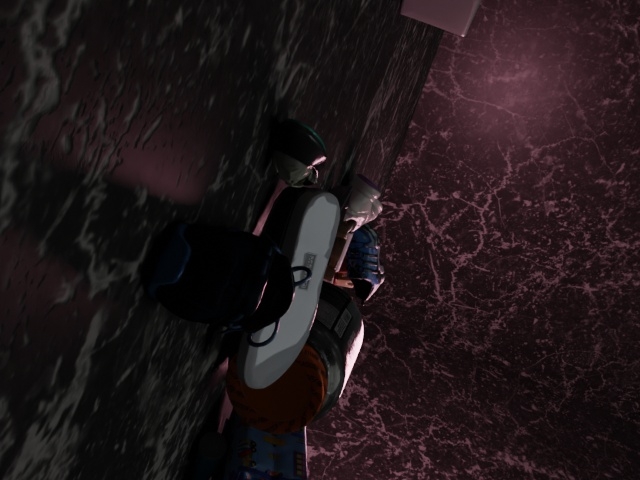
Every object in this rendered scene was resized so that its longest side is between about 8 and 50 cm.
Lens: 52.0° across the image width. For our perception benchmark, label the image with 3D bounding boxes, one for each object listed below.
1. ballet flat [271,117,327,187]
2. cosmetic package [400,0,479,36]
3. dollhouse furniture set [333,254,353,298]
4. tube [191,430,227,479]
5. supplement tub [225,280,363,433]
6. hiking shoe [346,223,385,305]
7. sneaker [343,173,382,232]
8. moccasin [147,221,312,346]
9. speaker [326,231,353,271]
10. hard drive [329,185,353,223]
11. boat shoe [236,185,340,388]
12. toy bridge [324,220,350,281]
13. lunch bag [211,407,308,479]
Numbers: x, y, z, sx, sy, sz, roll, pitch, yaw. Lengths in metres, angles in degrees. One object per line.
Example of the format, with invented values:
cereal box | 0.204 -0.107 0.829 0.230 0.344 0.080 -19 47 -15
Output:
ballet flat | -0.028 -0.106 0.877 0.203 0.074 0.074 30 82 -86
cosmetic package | 0.290 -0.633 1.243 0.453 0.161 0.230 95 19 -71
dollhouse furniture set | 0.037 0.201 2.251 0.201 0.152 0.374 97 0 -65
tube | -0.220 0.430 1.251 0.080 0.052 0.207 -53 171 -41
supplement tub | -0.041 0.203 1.196 0.338 0.207 0.207 -40 152 -75
hiking shoe | 0.133 0.061 2.110 0.132 0.113 0.304 -60 138 -41
sneaker | 0.089 -0.089 1.802 0.152 0.114 0.305 -53 168 -2
moccasin | -0.088 0.062 0.738 0.342 0.116 0.138 -2 115 -83
speaker | 0.055 0.025 2.015 0.055 0.055 0.136 -48 161 -70
hard drive | 0.000 0.000 1.500 0.172 0.054 0.255 105 9 -50
boat shoe | -0.068 0.062 0.967 0.108 0.102 0.301 18 88 -47
toy bridge | 0.042 0.017 1.532 0.188 0.026 0.063 105 7 -49
lunch bag | -0.149 0.444 1.282 0.293 0.138 0.221 -57 -158 31
